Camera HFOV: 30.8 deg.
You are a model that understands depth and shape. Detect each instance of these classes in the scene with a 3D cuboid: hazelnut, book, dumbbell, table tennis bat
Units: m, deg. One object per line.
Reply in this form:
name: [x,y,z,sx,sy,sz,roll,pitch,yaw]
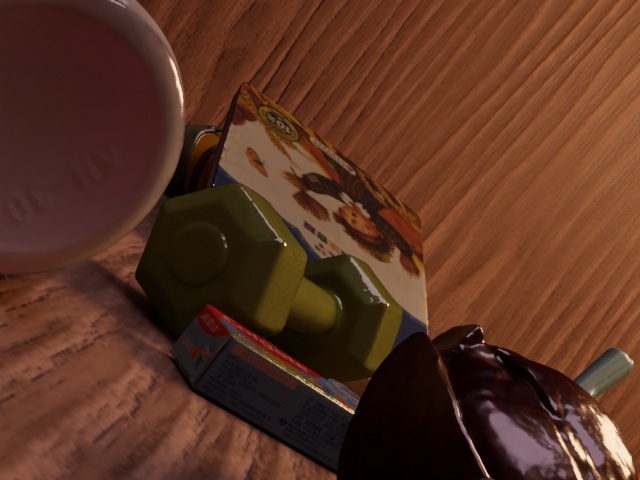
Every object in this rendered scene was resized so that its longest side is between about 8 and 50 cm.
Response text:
hazelnut: [0.094,0.140,0.638,0.170,0.160,0.201,41,-7,25]
book: [0.000,0.000,1.281,0.300,0.039,0.428,38,25,-17]
dumbbell: [-0.030,0.045,0.935,0.302,0.121,0.108,34,46,-64]
table tennis bat: [0.277,0.200,1.366,0.153,0.244,0.040,21,-45,51]

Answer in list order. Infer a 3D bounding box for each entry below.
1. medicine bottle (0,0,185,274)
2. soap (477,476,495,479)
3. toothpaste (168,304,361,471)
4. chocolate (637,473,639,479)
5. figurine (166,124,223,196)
medicine bottle: [-0.201,-0.110,0.686,0.170,0.170,0.293,37,5,-37]
soap: [0.169,0.249,0.452,0.324,0.109,0.193,40,4,-2]
toothpaste: [-0.019,0.109,0.806,0.193,0.044,0.070,37,2,-35]
chocolate: [0.347,0.324,1.395,0.237,0.108,0.235,39,3,-29]
figurine: [-0.140,-0.082,1.476,0.141,0.166,0.250,15,23,-12]
